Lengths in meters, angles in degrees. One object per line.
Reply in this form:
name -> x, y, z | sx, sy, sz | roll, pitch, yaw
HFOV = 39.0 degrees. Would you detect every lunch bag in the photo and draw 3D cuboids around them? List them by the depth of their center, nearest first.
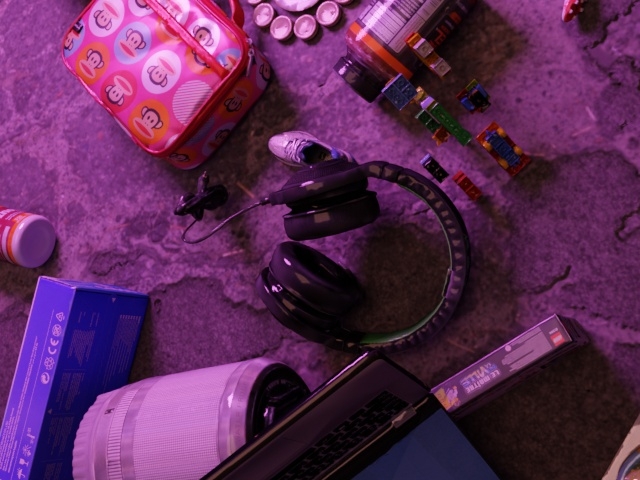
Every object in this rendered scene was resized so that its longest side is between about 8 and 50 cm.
lunch bag -> -0.216, -0.278, 1.331 | 0.258, 0.120, 0.293 | -48, 68, 9

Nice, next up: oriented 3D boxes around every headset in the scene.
headset -> 0.000, 0.000, 1.183 | 0.394, 0.185, 0.243 | 15, 103, 11

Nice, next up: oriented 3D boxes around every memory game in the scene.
memory game -> -0.028, -0.375, 1.304 | 0.186, 0.012, 0.186 | -4, 81, 26

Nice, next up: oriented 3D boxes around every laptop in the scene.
laptop -> 0.016, 0.344, 0.929 | 0.382, 0.408, 0.236 | -39, 67, 3

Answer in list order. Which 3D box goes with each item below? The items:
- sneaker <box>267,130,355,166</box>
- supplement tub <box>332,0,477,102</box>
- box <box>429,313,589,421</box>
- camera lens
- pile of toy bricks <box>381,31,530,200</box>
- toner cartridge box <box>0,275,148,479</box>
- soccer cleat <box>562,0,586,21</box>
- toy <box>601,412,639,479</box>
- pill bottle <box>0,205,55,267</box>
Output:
sneaker -> -0.019, -0.124, 1.240 | 0.135, 0.058, 0.052 | 18, 91, 27
supplement tub -> 0.105, -0.275, 1.175 | 0.198, 0.106, 0.106 | -48, 66, 14
box -> 0.209, 0.157, 1.061 | 0.207, 0.114, 0.036 | -35, 69, 17
camera lens -> -0.146, 0.274, 1.158 | 0.274, 0.219, 0.219 | -14, 77, 24
pile of toy bricks -> 0.154, -0.153, 1.134 | 0.118, 0.105, 0.212 | -43, 105, 9
toner cartridge box -> -0.364, 0.233, 1.302 | 0.075, 0.165, 0.347 | 13, 89, 27
soccer cleat -> 0.314, -0.310, 1.122 | 0.036, 0.029, 0.083 | 24, 91, 35
toy -> 0.372, 0.298, 0.995 | 0.137, 0.056, 0.237 | 30, 97, 25
pill bottle -> -0.508, -0.010, 1.447 | 0.152, 0.086, 0.086 | 12, 88, 26
